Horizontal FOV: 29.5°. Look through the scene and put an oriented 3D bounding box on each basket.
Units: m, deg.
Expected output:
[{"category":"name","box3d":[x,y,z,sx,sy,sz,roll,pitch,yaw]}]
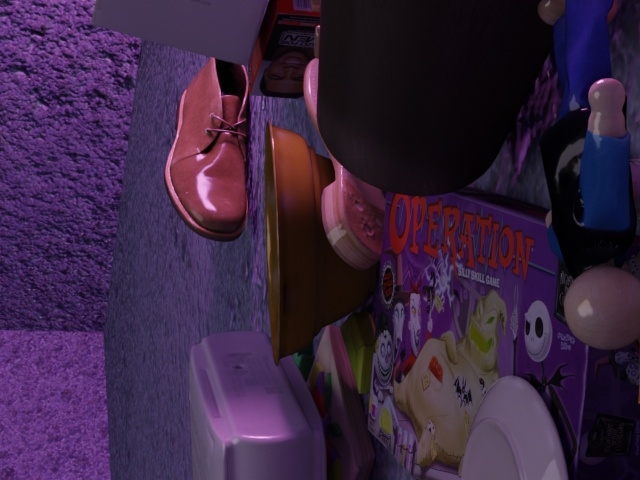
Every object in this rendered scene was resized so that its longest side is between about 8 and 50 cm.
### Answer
[{"category":"basket","box3d":[0.075,-0.143,0.726,0.204,0.154,0.227,-48,-16,-30]}]

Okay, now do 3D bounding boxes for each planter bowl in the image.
[{"category":"planter bowl","box3d":[0.000,0.000,1.071,0.217,0.090,0.217,177,90,-85]}]

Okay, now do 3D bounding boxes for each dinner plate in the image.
[{"category":"dinner plate","box3d":[0.101,0.146,0.674,0.141,0.017,0.141,-178,90,-77]}]

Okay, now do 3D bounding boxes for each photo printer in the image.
[{"category":"photo printer","box3d":[-0.061,0.271,1.153,0.256,0.107,0.307,-128,36,-70]}]

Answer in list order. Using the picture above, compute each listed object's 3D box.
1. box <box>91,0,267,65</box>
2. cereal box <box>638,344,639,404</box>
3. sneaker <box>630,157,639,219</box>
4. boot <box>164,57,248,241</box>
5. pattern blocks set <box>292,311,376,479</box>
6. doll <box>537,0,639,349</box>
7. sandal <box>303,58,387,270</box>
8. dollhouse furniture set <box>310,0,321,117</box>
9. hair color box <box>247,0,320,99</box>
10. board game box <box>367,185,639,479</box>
[{"category":"box","box3d":[-0.110,-0.387,1.271,0.215,0.168,0.345,111,170,-46]},{"category":"cereal box","box3d":[0.189,-0.044,0.482,0.173,0.047,0.240,180,93,-77]},{"category":"sneaker","box3d":[0.144,-0.035,0.659,0.109,0.044,0.040,-152,63,-75]},{"category":"boot","box3d":[-0.143,-0.133,1.642,0.115,0.112,0.305,122,151,-42]},{"category":"pattern blocks set","box3d":[0.011,0.188,1.153,0.325,0.026,0.285,-111,28,-56]},{"category":"doll","box3d":[0.125,-0.042,0.561,0.129,0.046,0.189,89,-176,-68]},{"category":"sandal","box3d":[0.046,-0.085,1.006,0.079,0.088,0.240,-35,39,29]},{"category":"dollhouse furniture set","box3d":[0.065,-0.253,0.900,0.259,0.135,0.262,102,166,-72]},{"category":"hair color box","box3d":[-0.028,-0.206,1.270,0.141,0.072,0.043,116,153,-58]},{"category":"board game box","box3d":[0.106,0.076,0.782,0.347,0.056,0.208,-150,68,-73]}]
